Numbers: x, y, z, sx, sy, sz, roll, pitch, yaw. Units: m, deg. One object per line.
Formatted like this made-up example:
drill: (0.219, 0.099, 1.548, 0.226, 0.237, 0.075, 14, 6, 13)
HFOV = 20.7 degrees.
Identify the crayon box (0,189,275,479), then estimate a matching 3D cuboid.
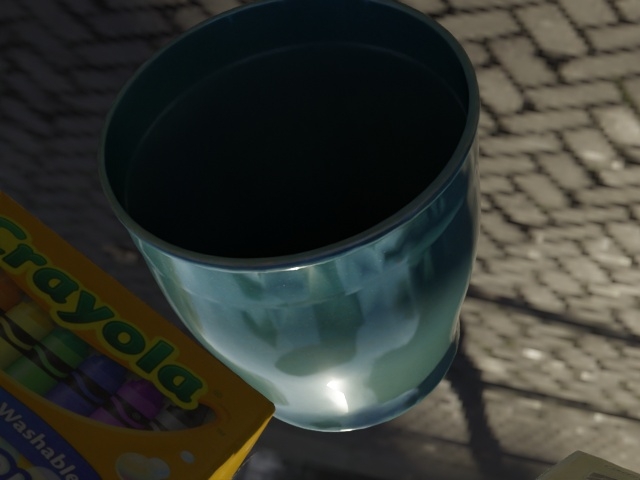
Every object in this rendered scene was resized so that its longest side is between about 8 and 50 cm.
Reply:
crayon box: (-0.162, 0.091, 0.812, 0.203, 0.323, 0.083, 37, 124, 7)

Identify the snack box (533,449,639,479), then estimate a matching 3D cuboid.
snack box: (0.284, 0.224, 1.093, 0.322, 0.060, 0.187, 21, -174, 17)

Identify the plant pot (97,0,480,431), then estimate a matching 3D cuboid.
plant pot: (0.000, 0.000, 1.303, 0.271, 0.272, 0.255, 6, 139, 20)
